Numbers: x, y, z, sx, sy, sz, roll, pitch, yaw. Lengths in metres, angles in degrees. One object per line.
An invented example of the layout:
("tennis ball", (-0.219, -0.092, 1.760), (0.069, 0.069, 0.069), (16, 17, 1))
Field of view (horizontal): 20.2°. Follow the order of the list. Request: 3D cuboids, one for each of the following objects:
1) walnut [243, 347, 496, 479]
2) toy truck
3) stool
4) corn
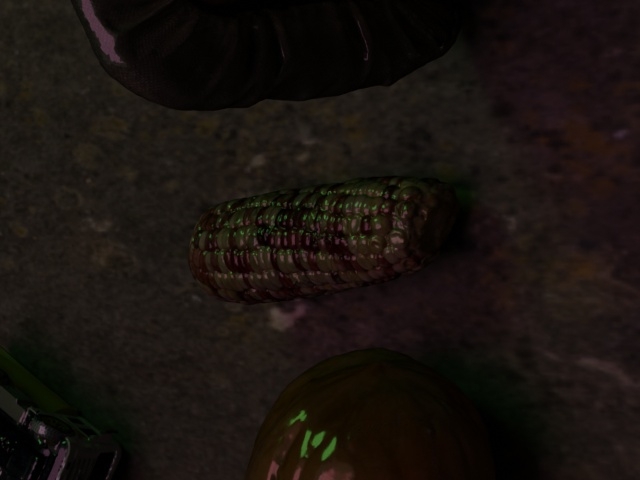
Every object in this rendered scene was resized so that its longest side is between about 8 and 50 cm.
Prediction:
("walnut", (0.032, 0.183, 1.249), (0.195, 0.195, 0.221), (31, 122, 40))
("toy truck", (-0.279, 0.171, 1.660), (0.227, 0.114, 0.098), (32, 101, 39))
("stool", (-0.007, -0.264, 1.083), (0.226, 0.310, 0.310), (-32, 78, 47))
("corn", (0.000, 0.000, 1.315), (0.253, 0.086, 0.086), (-8, 94, 46))
